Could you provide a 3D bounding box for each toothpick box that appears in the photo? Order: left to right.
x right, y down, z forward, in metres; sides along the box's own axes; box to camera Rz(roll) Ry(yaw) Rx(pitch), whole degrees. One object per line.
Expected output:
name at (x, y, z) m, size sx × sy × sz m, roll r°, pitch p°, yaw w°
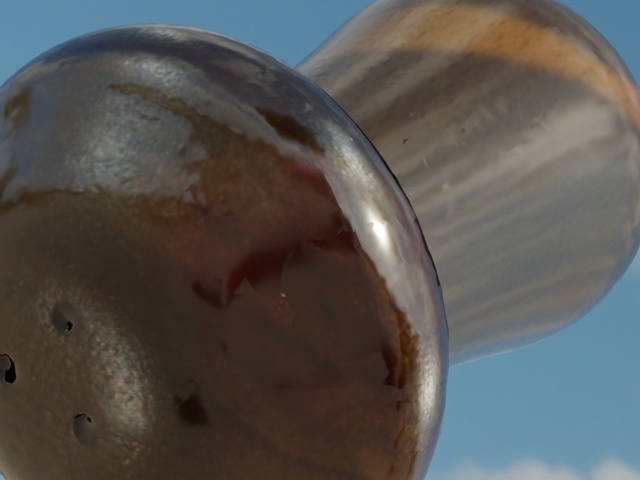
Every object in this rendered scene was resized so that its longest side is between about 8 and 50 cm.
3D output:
toothpick box at (0.000, 0.000, 0.670) m, size 0.192 × 0.294 × 0.192 m, roll 13°, pitch -66°, yaw 30°
